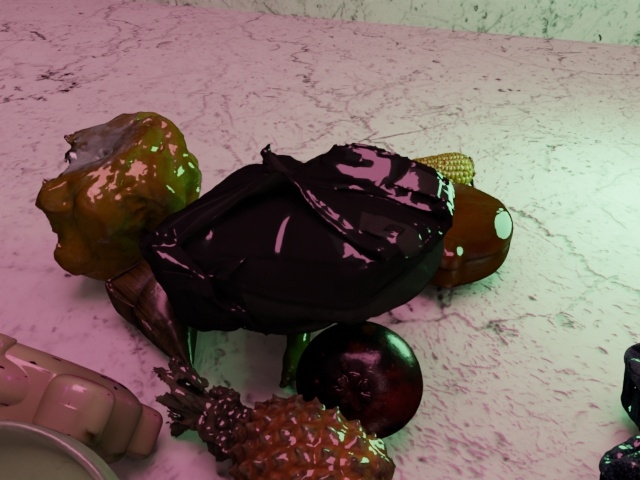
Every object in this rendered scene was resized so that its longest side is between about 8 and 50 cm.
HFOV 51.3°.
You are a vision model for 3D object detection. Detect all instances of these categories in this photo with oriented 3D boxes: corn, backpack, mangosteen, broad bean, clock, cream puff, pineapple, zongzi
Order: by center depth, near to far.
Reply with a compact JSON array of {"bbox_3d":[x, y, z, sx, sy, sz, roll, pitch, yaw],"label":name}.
[{"bbox_3d":[-0.078,0.253,0.862,0.361,0.174,0.175,26,42,31],"label":"pineapple"},{"bbox_3d":[-0.377,0.195,0.863,0.310,0.284,0.114,14,68,13],"label":"clock"},{"bbox_3d":[0.060,0.195,0.963,0.200,0.199,0.199,0,34,0],"label":"mangosteen"},{"bbox_3d":[-0.021,-0.007,0.972,0.446,0.254,0.363,1,30,31],"label":"backpack"},{"bbox_3d":[-0.039,0.145,1.128,0.053,0.052,0.256,-34,29,24],"label":"broad bean"},{"bbox_3d":[-0.213,0.088,1.128,0.242,0.112,0.221,33,65,33],"label":"zongzi"},{"bbox_3d":[-0.341,-0.077,1.246,0.275,0.269,0.323,-13,40,14],"label":"cream puff"},{"bbox_3d":[0.207,-0.138,1.510,0.293,0.106,0.106,-9,35,-9],"label":"corn"}]

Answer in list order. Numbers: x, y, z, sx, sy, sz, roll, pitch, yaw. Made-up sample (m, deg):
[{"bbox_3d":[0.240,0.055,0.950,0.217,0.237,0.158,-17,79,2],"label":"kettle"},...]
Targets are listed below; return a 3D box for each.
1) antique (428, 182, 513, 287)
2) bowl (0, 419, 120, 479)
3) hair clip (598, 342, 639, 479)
[{"bbox_3d":[0.248,-0.005,1.278,0.224,0.128,0.278,14,36,18],"label":"antique"},{"bbox_3d":[-0.322,0.339,0.673,0.308,0.163,0.306,0,74,0],"label":"bowl"},{"bbox_3d":[0.478,0.260,0.849,0.207,0.194,0.310,11,36,27],"label":"hair clip"}]
